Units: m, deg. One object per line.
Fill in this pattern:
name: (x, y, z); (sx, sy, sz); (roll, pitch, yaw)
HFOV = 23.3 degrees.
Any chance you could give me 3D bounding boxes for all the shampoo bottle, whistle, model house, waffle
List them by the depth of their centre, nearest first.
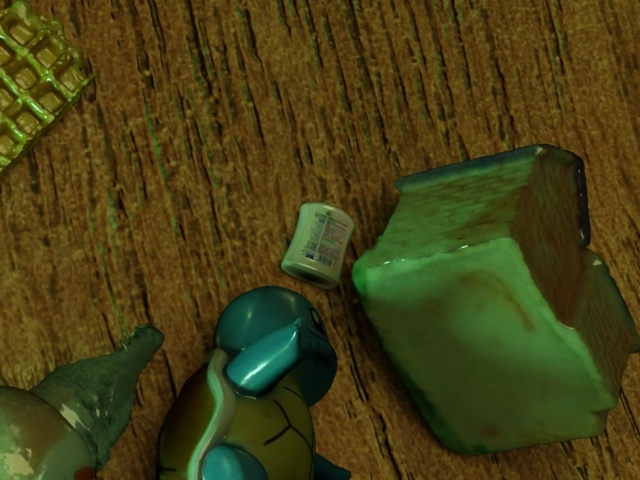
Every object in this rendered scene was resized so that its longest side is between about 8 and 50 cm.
whistle: (-0.268, 0.206, 1.587); (0.189, 0.189, 0.348); (50, 51, 0)
waffle: (-0.388, -0.193, 1.727); (0.219, 0.057, 0.229); (41, 63, -5)
model house: (0.223, 0.048, 1.813); (0.312, 0.245, 0.280); (59, 31, -24)
shampoo bottle: (0.000, 0.000, 1.823); (0.072, 0.043, 0.099); (23, 66, -14)

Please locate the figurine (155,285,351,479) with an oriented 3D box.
figurine: (-0.079, 0.241, 1.623); (0.416, 0.243, 0.298); (-55, 140, -28)
